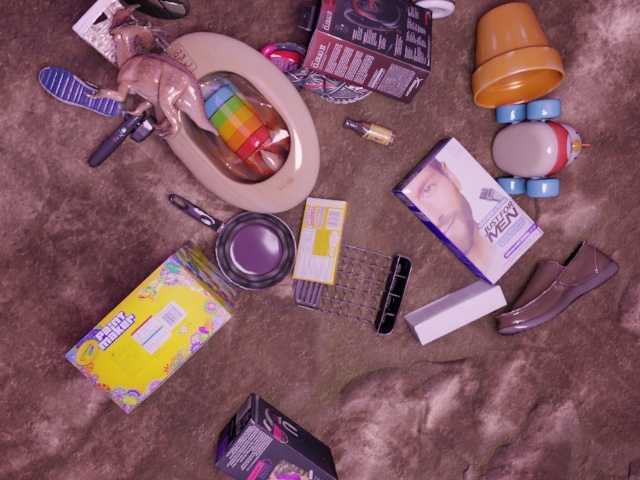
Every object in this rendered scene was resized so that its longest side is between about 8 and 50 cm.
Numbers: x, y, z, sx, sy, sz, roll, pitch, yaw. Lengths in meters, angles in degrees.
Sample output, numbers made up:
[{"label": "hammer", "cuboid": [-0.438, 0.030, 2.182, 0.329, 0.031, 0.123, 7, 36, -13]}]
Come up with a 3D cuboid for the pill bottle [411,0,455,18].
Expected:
[{"label": "pill bottle", "cuboid": [0.272, -0.636, 1.188, 0.103, 0.103, 0.184, 1, 96, -6]}]

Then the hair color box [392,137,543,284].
[{"label": "hair color box", "cuboid": [0.369, -0.073, 1.260, 0.339, 0.110, 0.185, 43, 91, -7]}]

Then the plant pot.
[{"label": "plant pot", "cuboid": [0.455, -0.446, 1.195, 0.205, 0.205, 0.187, -6, 81, -6]}]

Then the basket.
[{"label": "basket", "cuboid": [-0.446, -0.447, 1.099, 0.103, 0.167, 0.113, 44, 90, -13]}]

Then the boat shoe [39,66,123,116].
[{"label": "boat shoe", "cuboid": [-0.546, -0.334, 1.148, 0.183, 0.066, 0.066, 27, 95, -14]}]

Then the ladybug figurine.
[{"label": "ladybug figurine", "cuboid": [-0.184, -0.265, 1.134, 0.305, 0.162, 0.449, -37, 99, 13]}]

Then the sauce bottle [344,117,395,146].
[{"label": "sauce bottle", "cuboid": [0.122, -0.272, 1.243, 0.128, 0.042, 0.042, 18, 94, -5]}]

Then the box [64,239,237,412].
[{"label": "box", "cuboid": [-0.353, 0.173, 1.119, 0.290, 0.279, 0.177, -43, 99, -1]}]

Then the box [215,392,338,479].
[{"label": "box", "cuboid": [-0.107, 0.537, 1.243, 0.270, 0.165, 0.143, 39, 91, -9]}]

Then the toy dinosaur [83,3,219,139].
[{"label": "toy dinosaur", "cuboid": [-0.318, -0.326, 0.988, 0.296, 0.127, 0.200, 29, 98, -9]}]

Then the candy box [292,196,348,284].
[{"label": "candy box", "cuboid": [0.000, 0.000, 1.227, 0.105, 0.027, 0.205, 8, 84, 23]}]

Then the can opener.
[{"label": "can opener", "cuboid": [-0.473, -0.239, 1.171, 0.186, 0.059, 0.073, -41, 99, -1]}]

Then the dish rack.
[{"label": "dish rack", "cuboid": [0.075, 0.108, 1.263, 0.272, 0.074, 0.208, 15, 93, -7]}]

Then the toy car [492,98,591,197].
[{"label": "toy car", "cuboid": [0.574, -0.231, 1.228, 0.238, 0.210, 0.219, -9, 101, -18]}]

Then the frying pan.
[{"label": "frying pan", "cuboid": [-0.222, 0.012, 1.231, 0.326, 0.053, 0.197, 11, 95, -5]}]

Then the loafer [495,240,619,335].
[{"label": "loafer", "cuboid": [0.594, 0.124, 1.310, 0.366, 0.134, 0.130, -30, 75, -12]}]

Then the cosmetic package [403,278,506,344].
[{"label": "cosmetic package", "cuboid": [0.344, 0.182, 1.288, 0.239, 0.099, 0.060, -25, 98, -2]}]

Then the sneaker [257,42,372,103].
[{"label": "sneaker", "cuboid": [-0.005, -0.395, 1.180, 0.299, 0.112, 0.120, 3, 96, -7]}]

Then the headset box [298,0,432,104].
[{"label": "headset box", "cuboid": [0.096, -0.462, 1.127, 0.293, 0.110, 0.218, 15, 59, -12]}]

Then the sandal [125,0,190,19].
[{"label": "sandal", "cuboid": [-0.434, -0.594, 1.113, 0.303, 0.120, 0.086, 23, 79, -8]}]
